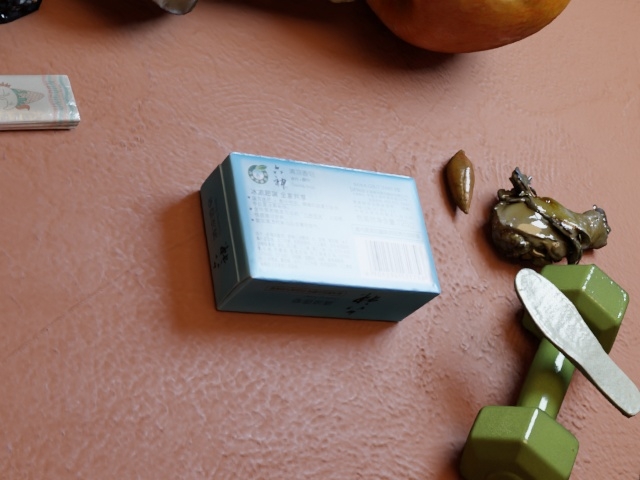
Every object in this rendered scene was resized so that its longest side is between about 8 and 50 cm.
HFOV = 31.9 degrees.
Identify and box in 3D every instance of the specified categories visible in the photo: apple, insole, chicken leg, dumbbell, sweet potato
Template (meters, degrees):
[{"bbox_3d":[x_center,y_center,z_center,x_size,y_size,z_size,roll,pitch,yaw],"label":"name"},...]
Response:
[{"bbox_3d":[0.169,-0.366,1.360,0.275,0.299,0.299,-31,82,-26],"label":"apple"},{"bbox_3d":[0.270,0.107,1.178,0.192,0.010,0.063,48,48,3],"label":"insole"},{"bbox_3d":[0.291,-0.017,1.371,0.196,0.080,0.125,15,43,-27],"label":"chicken leg"},{"bbox_3d":[0.247,0.152,1.215,0.108,0.121,0.302,20,48,14],"label":"dumbbell"},{"bbox_3d":[0.170,-0.073,1.350,0.034,0.034,0.095,17,51,-25],"label":"sweet potato"}]

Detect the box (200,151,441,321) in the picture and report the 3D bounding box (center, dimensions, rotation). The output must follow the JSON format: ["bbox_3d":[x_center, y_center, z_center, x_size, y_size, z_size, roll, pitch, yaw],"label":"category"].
[{"bbox_3d":[0.000,0.000,1.160,0.232,0.083,0.143,5,61,-30],"label":"box"}]

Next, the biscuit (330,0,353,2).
[{"bbox_3d":[-0.173,-0.469,1.227,0.429,0.104,0.446,5,47,-59],"label":"biscuit"}]

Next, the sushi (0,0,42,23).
[{"bbox_3d":[-0.330,-0.286,1.066,0.172,0.150,0.153,2,62,-33],"label":"sushi"}]

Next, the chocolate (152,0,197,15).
[{"bbox_3d":[-0.215,-0.351,1.184,0.254,0.080,0.157,39,15,-11],"label":"chocolate"}]

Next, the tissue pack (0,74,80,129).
[{"bbox_3d":[-0.290,-0.134,1.085,0.108,0.023,0.056,-8,68,-36],"label":"tissue pack"}]
